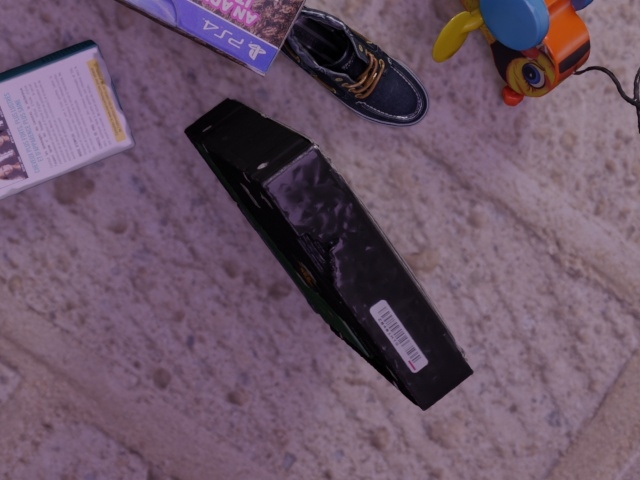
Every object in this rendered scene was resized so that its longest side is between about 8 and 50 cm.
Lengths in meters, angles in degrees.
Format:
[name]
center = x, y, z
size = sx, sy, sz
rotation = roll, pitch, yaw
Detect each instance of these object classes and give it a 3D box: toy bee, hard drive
[toy bee]
center = 0.182, -0.194, 1.698
size = 0.195, 0.162, 0.298
rotation = -15, 73, -26
[hard drive]
center = 0.000, 0.000, 1.585
size = 0.064, 0.339, 0.237
rotation = -37, 106, -6

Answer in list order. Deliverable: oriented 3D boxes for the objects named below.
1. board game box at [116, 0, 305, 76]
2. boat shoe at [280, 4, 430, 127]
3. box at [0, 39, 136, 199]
[board game box]
center = -0.093, -0.327, 1.598
size = 0.232, 0.141, 0.291
rotation = 27, 94, -17
[boat shoe]
center = 0.031, -0.155, 1.692
size = 0.183, 0.083, 0.065
rotation = 31, 93, -19
[box]
center = -0.297, -0.088, 1.640
size = 0.244, 0.060, 0.101
rotation = -22, 105, -8
